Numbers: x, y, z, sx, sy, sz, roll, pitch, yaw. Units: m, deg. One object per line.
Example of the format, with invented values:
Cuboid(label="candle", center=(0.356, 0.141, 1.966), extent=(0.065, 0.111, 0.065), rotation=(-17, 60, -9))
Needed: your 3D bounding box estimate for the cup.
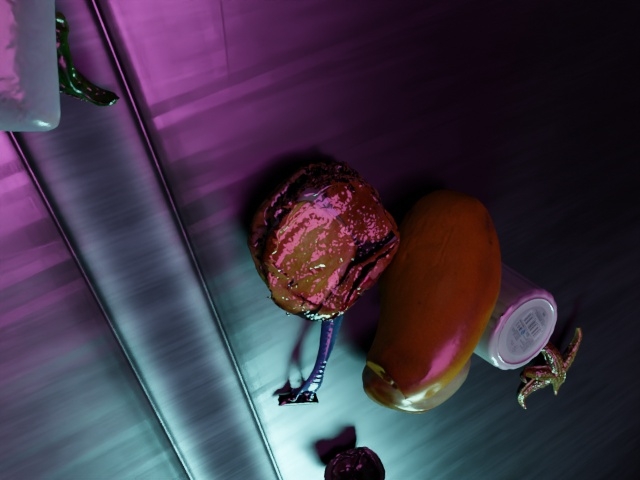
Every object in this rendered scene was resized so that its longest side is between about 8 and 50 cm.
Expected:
Cuboid(label="cup", center=(0.259, 0.125, 1.103), extent=(0.221, 0.202, 0.167), rotation=(-42, 127, -8))

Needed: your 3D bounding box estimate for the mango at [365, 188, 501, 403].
Cuboid(label="mango", center=(0.175, 0.072, 0.975), extent=(0.144, 0.187, 0.359), rotation=(50, 43, -45))

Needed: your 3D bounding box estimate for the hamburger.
Cuboid(label="hamburger", center=(0.000, 0.000, 0.931), extent=(0.231, 0.107, 0.231), rotation=(-14, 122, -23))

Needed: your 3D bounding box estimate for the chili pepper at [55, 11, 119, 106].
Cuboid(label="chili pepper", center=(-0.271, -0.185, 0.697), extent=(0.055, 0.035, 0.118), rotation=(-27, 124, 1))

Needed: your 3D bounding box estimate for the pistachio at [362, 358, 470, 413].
Cuboid(label="pistachio", center=(0.168, 0.231, 1.141), extent=(0.215, 0.144, 0.144), rotation=(-1, 114, -31))

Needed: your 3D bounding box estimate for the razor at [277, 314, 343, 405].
Cuboid(label="razor", center=(0.006, 0.168, 1.063), extent=(0.082, 0.042, 0.253), rotation=(8, 108, -35))

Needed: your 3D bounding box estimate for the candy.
Cuboid(label="candy", center=(-0.328, -0.192, 0.627), extent=(0.138, 0.071, 0.174), rotation=(-2, 115, -20))

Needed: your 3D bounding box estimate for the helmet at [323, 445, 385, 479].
Cuboid(label="helmet", center=(0.058, 0.445, 1.216), extent=(0.123, 0.098, 0.070), rotation=(-17, 153, -22))

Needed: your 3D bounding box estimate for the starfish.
Cuboid(label="starfish", center=(0.524, 0.292, 1.465), extent=(0.213, 0.057, 0.238), rotation=(-43, 129, 2))
